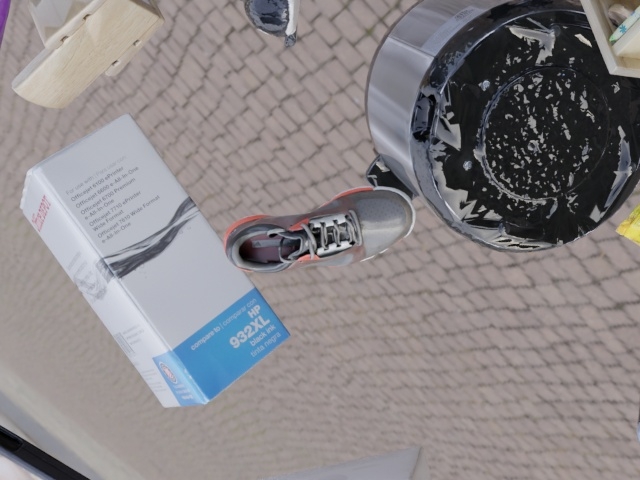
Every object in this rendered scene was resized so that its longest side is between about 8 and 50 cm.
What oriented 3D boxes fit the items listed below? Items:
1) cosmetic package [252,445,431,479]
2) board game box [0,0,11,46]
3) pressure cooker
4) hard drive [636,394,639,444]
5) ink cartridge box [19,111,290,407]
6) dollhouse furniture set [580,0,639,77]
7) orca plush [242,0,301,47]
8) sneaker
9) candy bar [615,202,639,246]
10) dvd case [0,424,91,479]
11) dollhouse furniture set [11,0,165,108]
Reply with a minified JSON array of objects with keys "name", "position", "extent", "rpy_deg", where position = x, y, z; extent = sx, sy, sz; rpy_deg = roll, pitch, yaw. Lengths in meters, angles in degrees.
[{"name":"cosmetic package","position":[0.013,0.325,0.992],"extent":[0.224,0.224,0.138],"rpy_deg":[14,-118,-80]},{"name":"board game box","position":[-0.250,-0.012,0.329],"extent":[0.056,0.347,0.208],"rpy_deg":[28,124,10]},{"name":"pressure cooker","position":[0.264,-0.211,1.405],"extent":[0.420,0.369,0.376],"rpy_deg":[-123,30,-67]},{"name":"hard drive","position":[0.221,0.090,0.445],"extent":[0.054,0.172,0.255],"rpy_deg":[-12,136,36]},{"name":"ink cartridge box","position":[-0.201,0.034,1.068],"extent":[0.307,0.129,0.223],"rpy_deg":[55,157,-4]},{"name":"dollhouse furniture set","position":[0.295,-0.200,0.613],"extent":[0.182,0.161,0.101],"rpy_deg":[128,136,-53]},{"name":"orca plush","position":[-0.075,-0.351,1.189],"extent":[0.102,0.287,0.151],"rpy_deg":[4,140,1]},{"name":"sneaker","position":[0.000,0.000,0.721],"extent":[0.065,0.157,0.061],"rpy_deg":[-90,-15,-80]},{"name":"candy bar","position":[0.352,-0.062,0.886],"extent":[0.040,0.161,0.018],"rpy_deg":[38,-166,14]},{"name":"dvd case","position":[-0.317,0.200,0.774],"extent":[0.253,0.022,0.180],"rpy_deg":[29,126,6]},{"name":"dollhouse furniture set","position":[-0.331,-0.258,0.709],"extent":[0.286,0.198,0.303],"rpy_deg":[18,-141,-58]}]
